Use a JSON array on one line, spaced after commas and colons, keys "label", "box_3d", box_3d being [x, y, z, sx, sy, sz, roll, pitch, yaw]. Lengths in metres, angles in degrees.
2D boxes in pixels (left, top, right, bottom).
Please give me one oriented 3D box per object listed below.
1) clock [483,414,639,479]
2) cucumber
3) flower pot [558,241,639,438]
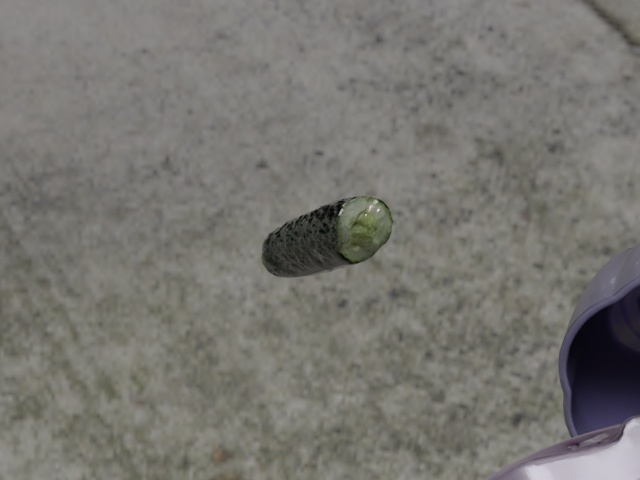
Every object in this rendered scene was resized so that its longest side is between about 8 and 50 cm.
[{"label": "clock", "box_3d": [0.262, 0.264, 1.456, 0.295, 0.322, 0.113, -10, 68, -15]}, {"label": "cucumber", "box_3d": [-0.001, 0.001, 1.712, 0.074, 0.241, 0.075, 4, 80, -24]}, {"label": "flower pot", "box_3d": [0.397, 0.113, 1.689, 0.265, 0.265, 0.243, 14, 21, 8]}]
